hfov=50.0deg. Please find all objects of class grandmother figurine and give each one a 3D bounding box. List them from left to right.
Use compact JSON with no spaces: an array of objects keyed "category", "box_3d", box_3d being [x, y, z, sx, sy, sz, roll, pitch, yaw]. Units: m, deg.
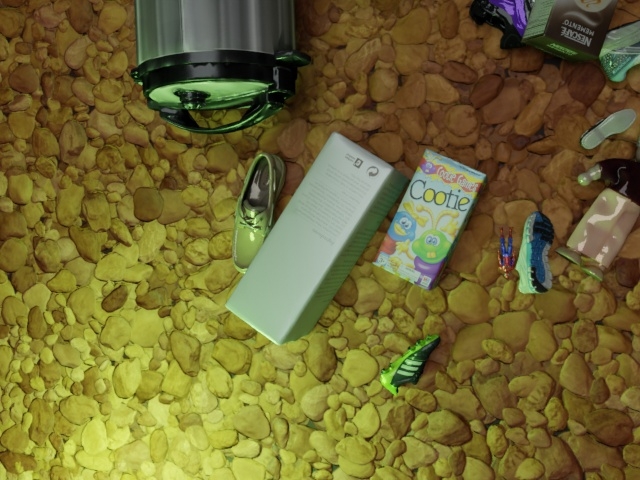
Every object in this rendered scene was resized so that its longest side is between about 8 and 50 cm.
[{"category":"grandmother figurine","box_3d":[0.638,-0.092,1.454,0.208,0.104,0.342,33,95,-14]}]

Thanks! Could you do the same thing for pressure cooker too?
[{"category":"pressure cooker","box_3d":[-0.237,-0.451,1.547,0.376,0.370,0.420,-3,91,-21]}]

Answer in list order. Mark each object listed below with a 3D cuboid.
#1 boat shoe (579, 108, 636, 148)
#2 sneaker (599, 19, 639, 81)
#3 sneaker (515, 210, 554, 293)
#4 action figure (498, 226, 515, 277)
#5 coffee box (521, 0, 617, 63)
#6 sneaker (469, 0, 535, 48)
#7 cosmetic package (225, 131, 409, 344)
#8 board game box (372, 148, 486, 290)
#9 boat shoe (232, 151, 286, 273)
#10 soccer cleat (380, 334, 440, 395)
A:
[{"category":"boat shoe","box_3d":[0.620,-0.242,1.487,0.125,0.038,0.046,-38,99,13]},{"category":"sneaker","box_3d":[0.726,-0.423,1.443,0.283,0.110,0.122,-19,102,17]},{"category":"sneaker","box_3d":[0.461,0.028,1.512,0.071,0.083,0.190,16,71,-16]},{"category":"action figure","box_3d":[0.418,0.027,1.543,0.038,0.030,0.115,-2,90,10]},{"category":"coffee box","box_3d":[0.533,-0.511,1.419,0.141,0.098,0.246,16,95,-15]},{"category":"sneaker","box_3d":[0.390,-0.558,1.523,0.146,0.102,0.293,-24,83,14]},{"category":"cosmetic package","box_3d":[0.000,0.000,1.555,0.162,0.230,0.453,34,97,14]},{"category":"board game box","box_3d":[0.248,-0.043,1.530,0.142,0.144,0.275,26,97,14]},{"category":"boat shoe","box_3d":[-0.161,-0.066,1.666,0.109,0.098,0.302,17,93,15]},{"category":"soccer cleat","box_3d":[0.217,0.285,1.581,0.179,0.060,0.072,-43,88,17]}]
